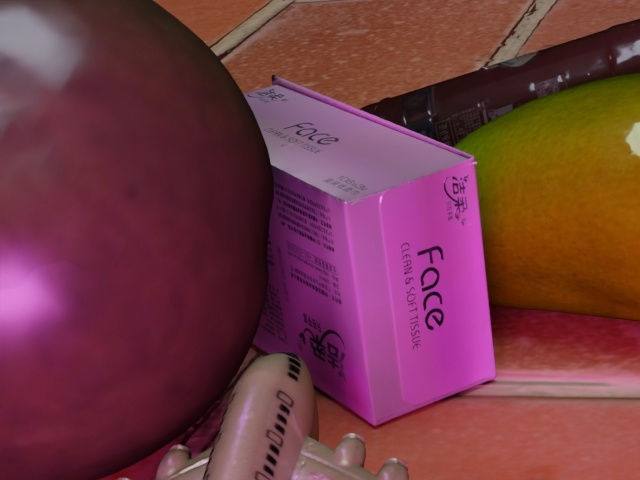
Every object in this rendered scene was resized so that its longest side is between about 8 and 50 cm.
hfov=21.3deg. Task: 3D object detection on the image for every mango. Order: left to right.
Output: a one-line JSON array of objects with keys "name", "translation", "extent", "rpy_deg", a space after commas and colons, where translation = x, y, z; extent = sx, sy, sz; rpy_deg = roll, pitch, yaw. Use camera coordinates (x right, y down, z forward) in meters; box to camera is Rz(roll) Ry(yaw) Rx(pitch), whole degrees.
[{"name": "mango", "translation": [0.192, -0.030, 1.056], "extent": [0.273, 0.149, 0.185], "rpy_deg": [1, 24, 37]}]

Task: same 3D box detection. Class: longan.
[{"name": "longan", "translation": [-0.184, -0.010, 0.931], "extent": [0.319, 0.318, 0.319], "rpy_deg": [-8, 21, 3]}]

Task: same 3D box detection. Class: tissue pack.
[{"name": "tissue pack", "translation": [0.000, 0.000, 1.058], "extent": [0.093, 0.148, 0.246], "rpy_deg": [-18, 24, -25]}]

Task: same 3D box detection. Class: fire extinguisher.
[{"name": "fire extinguisher", "translation": [0.098, -0.082, 1.208], "extent": [0.344, 0.138, 0.102], "rpy_deg": [-15, 30, 18]}]

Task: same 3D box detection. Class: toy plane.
[{"name": "toy plane", "translation": [-0.034, 0.131, 0.802], "extent": [0.229, 0.092, 0.244], "rpy_deg": [-6, 20, 14]}]
